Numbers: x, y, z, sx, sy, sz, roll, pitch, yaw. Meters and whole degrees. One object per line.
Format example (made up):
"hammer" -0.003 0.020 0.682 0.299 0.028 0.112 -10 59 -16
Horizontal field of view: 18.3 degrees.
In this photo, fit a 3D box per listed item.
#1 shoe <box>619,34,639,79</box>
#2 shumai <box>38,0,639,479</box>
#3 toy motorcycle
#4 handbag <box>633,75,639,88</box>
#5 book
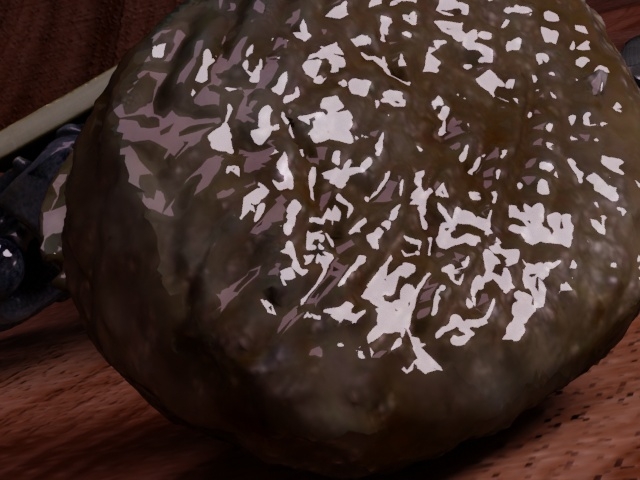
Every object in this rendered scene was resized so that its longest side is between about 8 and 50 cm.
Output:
"shoe" 0.223 -0.123 1.205 0.194 0.077 0.074 -20 11 -40
"shumai" 0.000 0.000 0.596 0.153 0.161 0.209 -46 15 47
"toy motorcycle" -0.121 -0.002 0.850 0.193 0.061 0.124 -38 5 39
"handbag" 0.052 -0.039 0.916 0.244 0.088 0.275 -10 7 -1
"book" -0.070 -0.074 0.928 0.168 0.013 0.192 -29 -1 4
